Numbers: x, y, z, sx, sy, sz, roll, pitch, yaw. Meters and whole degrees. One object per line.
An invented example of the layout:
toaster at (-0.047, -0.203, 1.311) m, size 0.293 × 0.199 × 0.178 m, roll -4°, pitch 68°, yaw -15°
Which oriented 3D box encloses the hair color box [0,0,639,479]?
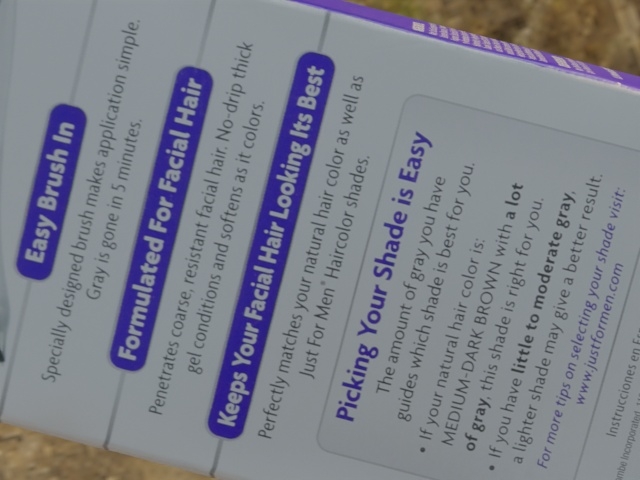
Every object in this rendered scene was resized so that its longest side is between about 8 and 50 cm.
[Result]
hair color box at (0.000, 0.000, 0.770) m, size 0.110 × 0.339 × 0.185 m, roll -81°, pitch -174°, yaw -80°
